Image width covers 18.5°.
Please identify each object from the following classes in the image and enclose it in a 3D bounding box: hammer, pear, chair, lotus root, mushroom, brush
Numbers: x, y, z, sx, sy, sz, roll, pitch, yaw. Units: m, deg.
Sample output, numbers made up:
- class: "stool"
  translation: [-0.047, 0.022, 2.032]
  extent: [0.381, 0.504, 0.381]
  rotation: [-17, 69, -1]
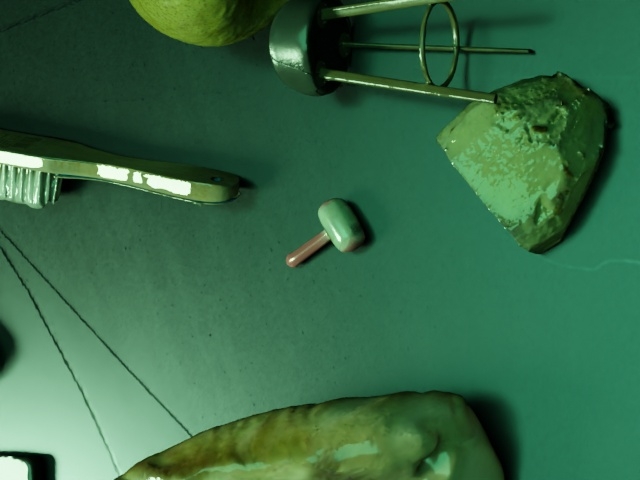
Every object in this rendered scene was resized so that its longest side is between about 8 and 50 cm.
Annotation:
- class: "hammer"
  translation: [0.000, 0.000, 1.822]
  extent: [0.083, 0.031, 0.052]
  rotation: [-37, 71, 23]
- class: "pear"
  translation: [-0.095, -0.303, 1.792]
  extent: [0.228, 0.188, 0.211]
  rotation: [-35, 72, 11]
- class: "chair"
  translation: [0.072, -0.175, 1.767]
  extent: [0.221, 0.095, 0.104]
  rotation: [4, 91, 23]
- class: "lotus root"
  translation: [0.184, -0.084, 1.728]
  extent: [0.143, 0.070, 0.144]
  rotation: [44, 102, 18]
- class: "mushroom"
  translation: [-0.041, 0.275, 1.739]
  extent: [0.397, 0.224, 0.313]
  rotation: [-40, 37, -20]
- class: "brush"
  translation: [-0.230, -0.058, 1.905]
  extent: [0.327, 0.070, 0.065]
  rotation: [10, 108, 21]

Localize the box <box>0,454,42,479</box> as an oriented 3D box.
- class: "box"
  translation: [-0.330, 0.272, 1.942]
  extent: [0.126, 0.027, 0.125]
  rotation: [-3, 88, 21]
